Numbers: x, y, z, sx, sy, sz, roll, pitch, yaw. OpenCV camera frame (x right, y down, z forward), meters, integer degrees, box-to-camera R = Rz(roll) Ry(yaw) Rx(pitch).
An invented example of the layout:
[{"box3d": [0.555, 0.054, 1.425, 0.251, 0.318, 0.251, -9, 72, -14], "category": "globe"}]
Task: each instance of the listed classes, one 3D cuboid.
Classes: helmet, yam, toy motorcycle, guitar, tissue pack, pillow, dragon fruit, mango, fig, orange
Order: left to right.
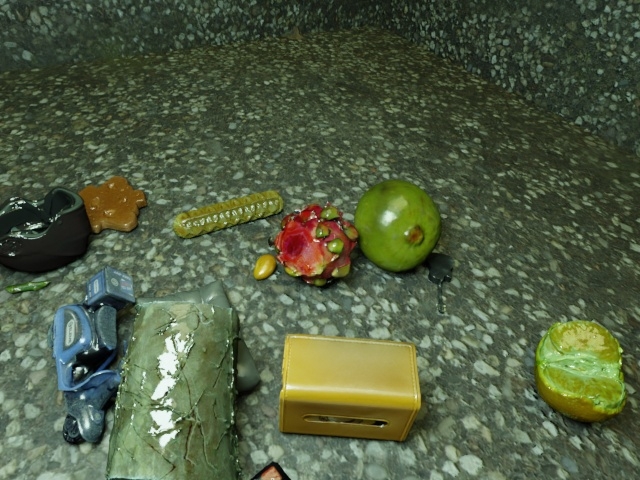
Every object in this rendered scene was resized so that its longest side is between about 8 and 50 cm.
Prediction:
[{"box3d": [-0.783, -0.010, 1.232, 0.305, 0.177, 0.225, -21, 41, -14], "category": "helmet"}, {"box3d": [-0.485, 0.246, 0.976, 0.212, 0.125, 0.359, -34, 54, 11], "category": "toy motorcycle"}, {"box3d": [-0.250, 0.287, 0.820, 0.240, 0.241, 0.349, 0, 65, -6], "category": "yam"}, {"box3d": [-0.300, 0.242, 1.061, 0.227, 0.101, 0.326, -15, 48, -19], "category": "pillow"}, {"box3d": [-0.163, 0.079, 1.299, 0.059, 0.046, 0.089, 22, 57, 21], "category": "mango"}, {"box3d": [-0.009, -0.008, 1.272, 0.227, 0.243, 0.308, -33, 47, 15], "category": "dragon fruit"}, {"box3d": [0.054, 0.315, 0.947, 0.274, 0.195, 0.145, 4, 42, -1], "category": "tissue pack"}, {"box3d": [0.213, -0.063, 1.349, 0.257, 0.258, 0.326, -4, 26, -11], "category": "fig"}, {"box3d": [0.352, 0.122, 1.319, 0.088, 0.025, 0.234, 11, 42, 4], "category": "guitar"}, {"box3d": [0.591, 0.309, 1.037, 0.179, 0.159, 0.237, 11, 45, 15], "category": "orange"}]

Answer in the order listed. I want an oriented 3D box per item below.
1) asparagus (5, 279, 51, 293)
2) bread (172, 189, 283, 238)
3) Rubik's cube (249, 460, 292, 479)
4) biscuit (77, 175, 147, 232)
[{"box3d": [-0.777, 0.123, 1.197, 0.108, 0.021, 0.025, -10, 48, -17], "category": "asparagus"}, {"box3d": [-0.291, -0.087, 1.443, 0.367, 0.084, 0.077, -18, 7, -22], "category": "bread"}, {"box3d": [-0.092, 0.513, 0.717, 0.187, 0.184, 0.182, -29, 52, -32], "category": "Rubik's cube"}, {"box3d": [-0.720, -0.104, 1.440, 0.305, 0.043, 0.284, -14, 47, -18], "category": "biscuit"}]
